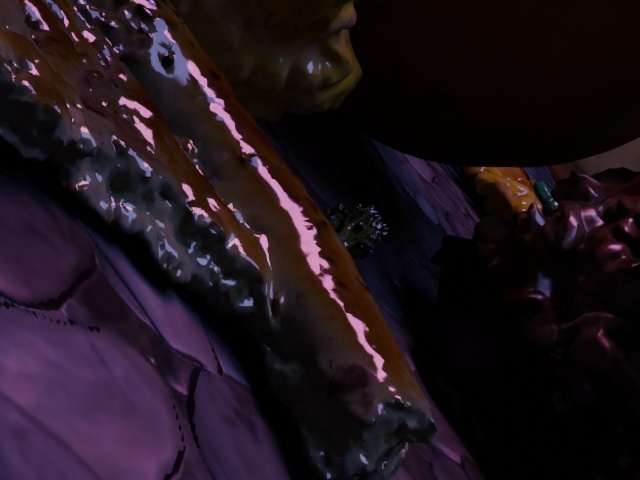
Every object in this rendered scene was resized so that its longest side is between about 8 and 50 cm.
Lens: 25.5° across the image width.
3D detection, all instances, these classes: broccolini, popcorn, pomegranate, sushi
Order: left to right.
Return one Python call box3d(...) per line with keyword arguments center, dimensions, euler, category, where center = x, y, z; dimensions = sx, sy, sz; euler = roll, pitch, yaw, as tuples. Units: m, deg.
box3d(center=(-0.031, -0.128, 0.690), dimensions=(0.125, 0.126, 0.145), euler=(23, 38, -15), category="popcorn")
box3d(center=(0.000, 0.000, 0.650), dimensions=(0.035, 0.030, 0.140), euler=(46, 16, 7), category="broccolini")
box3d(center=(0.124, -0.248, 0.876), dimensions=(0.416, 0.416, 0.416), euler=(49, 13, -15), category="pomegranate")
box3d(center=(0.186, 0.045, 0.749), dimensions=(0.225, 0.219, 0.238), euler=(39, 17, -35), category="sushi")

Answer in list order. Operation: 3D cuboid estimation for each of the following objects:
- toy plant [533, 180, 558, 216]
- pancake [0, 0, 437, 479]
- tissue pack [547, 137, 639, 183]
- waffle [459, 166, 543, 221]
box3d(center=(0.235, 0.039, 1.207), dimensions=(0.200, 0.105, 0.143), euler=(55, 16, -6), category="toy plant")
box3d(center=(-0.082, -0.073, 0.478), dimensions=(0.376, 0.054, 0.197), euler=(51, 13, -4), category="pancake")
box3d(center=(0.390, 0.011, 1.361), dimensions=(0.266, 0.194, 0.356), euler=(47, 10, -48), category="tissue pack")
box3d(center=(0.246, 0.029, 1.398), dimensions=(0.312, 0.060, 0.307), euler=(55, 13, 19), category="waffle")
